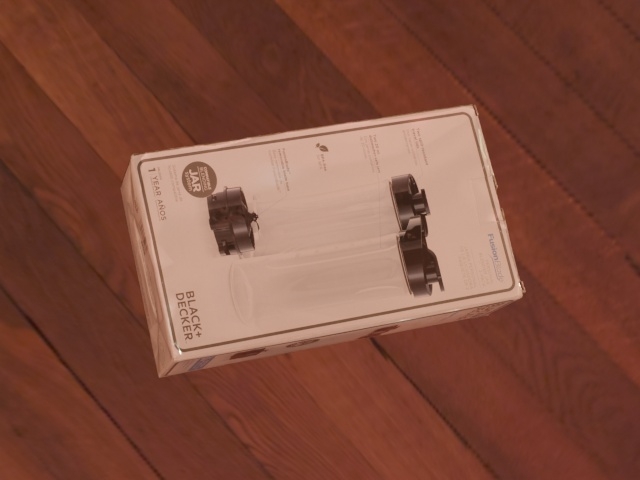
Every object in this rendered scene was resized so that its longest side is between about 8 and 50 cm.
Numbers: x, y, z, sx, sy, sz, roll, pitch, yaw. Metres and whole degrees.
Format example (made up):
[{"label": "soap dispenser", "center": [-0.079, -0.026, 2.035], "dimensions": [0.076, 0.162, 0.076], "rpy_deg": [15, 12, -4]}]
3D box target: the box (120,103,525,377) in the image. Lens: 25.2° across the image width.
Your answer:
[{"label": "box", "center": [0.000, 0.000, 1.147], "dimensions": [0.289, 0.087, 0.169], "rpy_deg": [-11, 78, -16]}]
